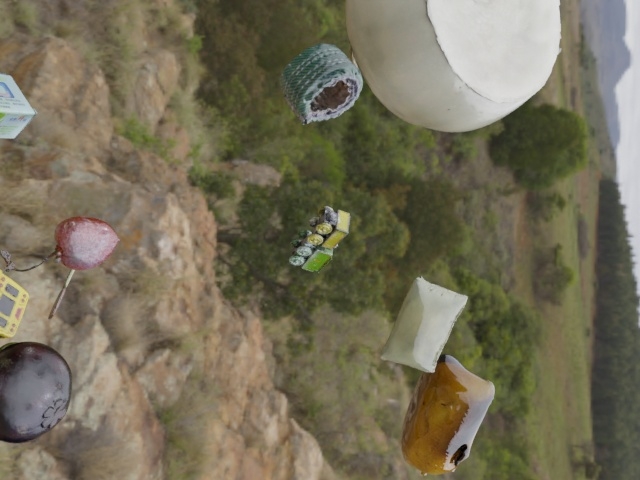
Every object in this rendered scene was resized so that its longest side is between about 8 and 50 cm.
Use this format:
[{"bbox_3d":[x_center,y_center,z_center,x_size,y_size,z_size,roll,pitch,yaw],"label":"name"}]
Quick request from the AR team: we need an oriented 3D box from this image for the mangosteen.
[{"bbox_3d":[-0.588,0.280,1.390,0.194,0.231,0.194,-40,141,-41],"label":"mangosteen"}]

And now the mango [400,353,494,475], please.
[{"bbox_3d":[0.273,0.395,1.613,0.201,0.153,0.287,-68,175,-73],"label":"mango"}]

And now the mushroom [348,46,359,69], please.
[{"bbox_3d":[0.201,-0.384,1.452,0.097,0.351,0.109,39,69,-44],"label":"mushroom"}]

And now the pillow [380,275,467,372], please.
[{"bbox_3d":[0.206,0.177,1.460,0.053,0.119,0.208,-84,-169,-66],"label":"pillow"}]

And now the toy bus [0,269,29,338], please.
[{"bbox_3d":[-0.810,0.154,1.571,0.151,0.331,0.145,49,40,-48],"label":"toy bus"}]

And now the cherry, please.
[{"bbox_3d":[-0.489,0.010,1.347,0.107,0.226,0.090,88,-9,-45],"label":"cherry"}]

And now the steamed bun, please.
[{"bbox_3d":[0.177,-0.313,1.032,0.324,0.206,0.324,0,90,-35],"label":"steamed bun"}]

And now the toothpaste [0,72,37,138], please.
[{"bbox_3d":[-0.539,-0.190,0.962,0.081,0.067,0.336,54,22,9],"label":"toothpaste"}]

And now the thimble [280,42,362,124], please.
[{"bbox_3d":[0.002,-0.284,1.307,0.090,0.135,0.118,55,-17,29],"label":"thimble"}]

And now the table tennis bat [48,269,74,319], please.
[{"bbox_3d":[-0.722,0.149,2.013,0.013,0.087,0.156,26,68,-20],"label":"table tennis bat"}]

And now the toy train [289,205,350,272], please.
[{"bbox_3d":[0.000,0.000,1.467,0.202,0.081,0.060,131,-28,-53],"label":"toy train"}]
